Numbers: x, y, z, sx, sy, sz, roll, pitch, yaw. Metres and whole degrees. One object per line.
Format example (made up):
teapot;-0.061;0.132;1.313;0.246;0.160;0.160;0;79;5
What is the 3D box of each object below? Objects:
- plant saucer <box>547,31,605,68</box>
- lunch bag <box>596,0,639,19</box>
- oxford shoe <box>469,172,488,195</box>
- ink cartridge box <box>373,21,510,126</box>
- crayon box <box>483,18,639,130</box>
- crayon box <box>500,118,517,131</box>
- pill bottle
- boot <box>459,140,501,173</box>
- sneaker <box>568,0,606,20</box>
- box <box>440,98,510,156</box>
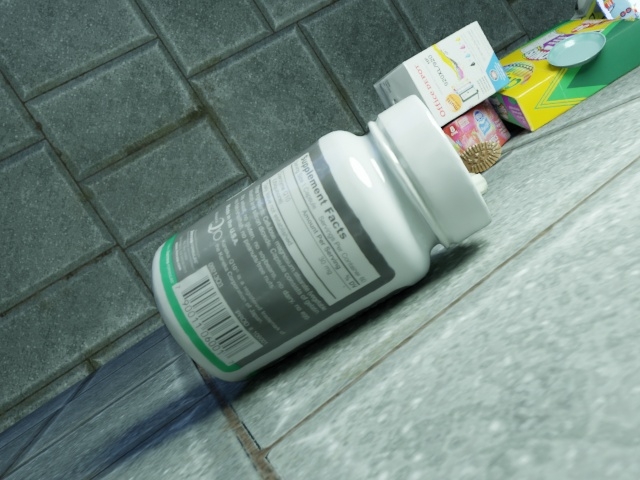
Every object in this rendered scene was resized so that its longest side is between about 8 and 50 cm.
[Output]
plant saucer;0.566;-0.416;1.220;0.119;0.021;0.119;-23;37;19
lunch bag;0.787;-0.620;1.329;0.221;0.293;0.138;-30;6;31
oxford shoe;0.151;-0.079;0.969;0.169;0.130;0.449;-31;6;-3
ink cartridge box;0.286;-0.372;1.323;0.233;0.171;0.168;-33;7;-18
crayon box;0.578;-0.432;1.405;0.313;0.106;0.363;-31;20;7
crayon box;0.453;-0.314;1.707;0.323;0.083;0.203;-30;5;24
pill bottle;0.000;0.000;0.659;0.361;0.204;0.204;-31;5;12
boot;0.316;-0.163;1.199;0.158;0.059;0.085;-32;-1;19
sneaker;0.845;-0.649;1.693;0.145;0.147;0.385;-33;-17;6
box;0.357;-0.247;1.371;0.128;0.122;0.257;-28;7;41
